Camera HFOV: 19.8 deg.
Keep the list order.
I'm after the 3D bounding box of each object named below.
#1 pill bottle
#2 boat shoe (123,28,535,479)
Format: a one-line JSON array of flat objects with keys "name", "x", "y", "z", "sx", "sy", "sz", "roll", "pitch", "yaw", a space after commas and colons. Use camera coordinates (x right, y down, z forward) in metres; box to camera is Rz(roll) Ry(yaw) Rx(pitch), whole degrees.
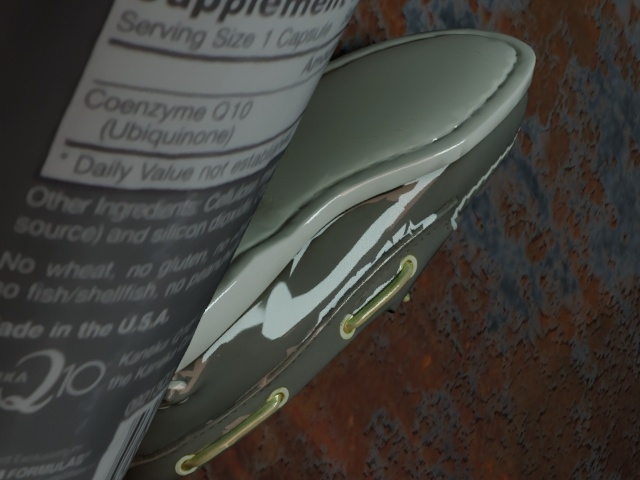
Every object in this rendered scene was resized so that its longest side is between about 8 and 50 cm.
[{"name": "pill bottle", "x": -0.094, "y": -0.084, "z": 0.521, "sx": 0.204, "sy": 0.204, "sz": 0.361, "roll": -12, "pitch": 136, "yaw": -52}, {"name": "boat shoe", "x": -0.003, "y": -0.001, "z": 0.867, "sx": 0.305, "sy": 0.109, "sz": 0.091, "roll": -39, "pitch": 132, "yaw": -33}]
